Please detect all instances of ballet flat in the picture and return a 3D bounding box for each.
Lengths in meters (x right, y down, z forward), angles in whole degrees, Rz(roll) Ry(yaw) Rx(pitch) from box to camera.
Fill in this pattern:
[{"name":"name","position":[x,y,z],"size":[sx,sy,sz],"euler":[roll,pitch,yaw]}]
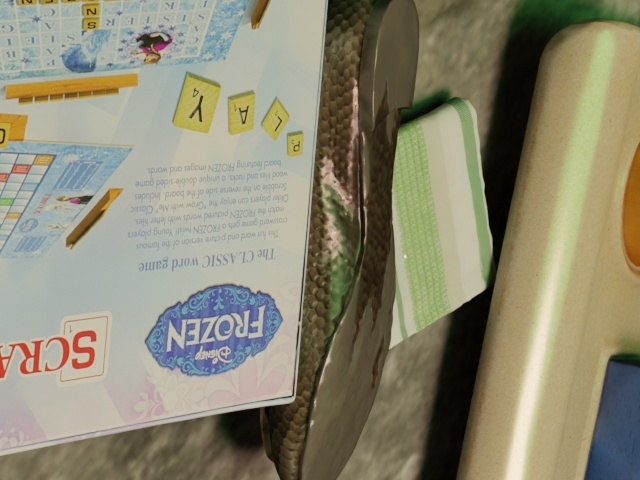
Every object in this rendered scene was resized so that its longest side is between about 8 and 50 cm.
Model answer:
[{"name":"ballet flat","position":[0.000,0.000,0.883],"size":[0.084,0.058,0.250],"euler":[-28,127,-63]}]

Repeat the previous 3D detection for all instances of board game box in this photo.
[{"name":"board game box","position":[-0.124,-0.075,0.730],"size":[0.318,0.066,0.318],"euler":[-5,103,-48]}]

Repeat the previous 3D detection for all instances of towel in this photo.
[{"name":"towel","position":[0.031,0.000,0.964],"size":[0.152,0.023,0.113],"euler":[-28,118,-38]}]

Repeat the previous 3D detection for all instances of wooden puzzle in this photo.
[{"name":"wooden puzzle","position":[0.223,0.051,1.129],"size":[0.348,0.080,0.322],"euler":[7,95,-53]}]
